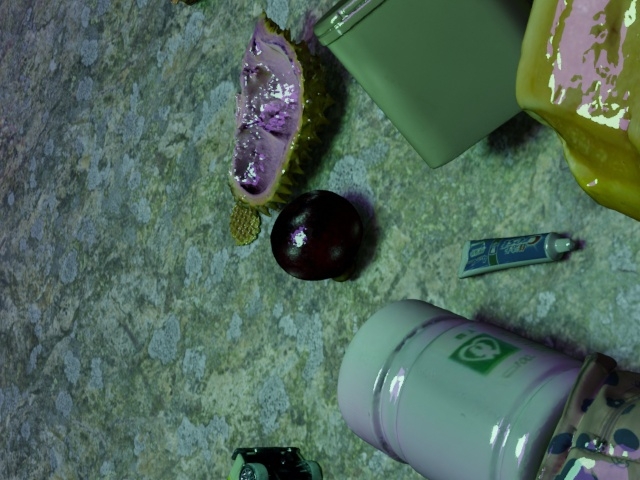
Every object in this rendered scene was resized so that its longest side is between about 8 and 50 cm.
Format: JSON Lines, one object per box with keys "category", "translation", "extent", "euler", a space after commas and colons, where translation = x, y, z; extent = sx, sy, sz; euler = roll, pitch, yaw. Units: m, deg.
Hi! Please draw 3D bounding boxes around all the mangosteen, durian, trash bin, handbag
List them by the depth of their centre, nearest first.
{"category": "handbag", "translation": [0.351, 0.230, 1.135], "extent": [0.190, 0.251, 0.193], "euler": [7, 82, 45]}
{"category": "trash bin", "translation": [0.154, -0.249, 1.405], "extent": [0.243, 0.247, 0.121], "euler": [-35, 12, 19]}
{"category": "mangosteen", "translation": [0.000, 0.000, 1.695], "extent": [0.152, 0.152, 0.152], "euler": [-9, 78, 51]}
{"category": "durian", "translation": [-0.053, -0.189, 1.804], "extent": [0.191, 0.112, 0.341], "euler": [27, 115, 40]}

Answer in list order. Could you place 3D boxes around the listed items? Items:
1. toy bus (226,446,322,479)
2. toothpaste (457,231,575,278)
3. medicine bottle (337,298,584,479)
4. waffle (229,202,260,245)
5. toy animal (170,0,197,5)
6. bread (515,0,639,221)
{"category": "toy bus", "translation": [-0.046, 0.456, 1.686], "extent": [0.276, 0.134, 0.164], "euler": [51, 123, 43]}
{"category": "toothpaste", "translation": [0.253, 0.016, 1.447], "extent": [0.197, 0.035, 0.057], "euler": [-11, 61, 52]}
{"category": "medicine bottle", "translation": [0.198, 0.210, 1.349], "extent": [0.325, 0.212, 0.212], "euler": [20, 101, 51]}
{"category": "waffle", "translation": [-0.134, -0.029, 1.951], "extent": [0.085, 0.016, 0.078], "euler": [-2, 88, 52]}
{"category": "toy animal", "translation": [-0.217, -0.518, 2.071], "extent": [0.255, 0.116, 0.114], "euler": [-30, 86, 40]}
{"category": "bread", "translation": [0.397, -0.202, 1.134], "extent": [0.361, 0.250, 0.394], "euler": [27, 110, 52]}
